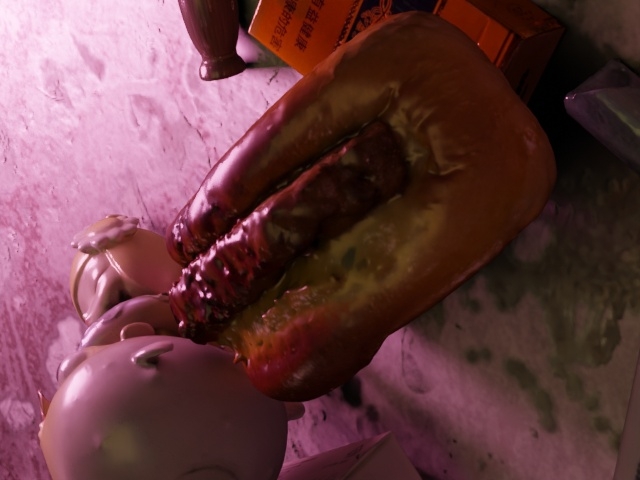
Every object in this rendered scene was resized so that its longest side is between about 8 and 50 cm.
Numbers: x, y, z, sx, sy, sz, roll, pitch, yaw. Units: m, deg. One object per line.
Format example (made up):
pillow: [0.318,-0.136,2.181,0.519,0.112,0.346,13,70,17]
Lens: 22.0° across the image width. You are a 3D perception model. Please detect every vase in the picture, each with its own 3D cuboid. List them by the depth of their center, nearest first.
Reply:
vase: [-0.096,-0.195,1.466,0.053,0.053,0.101,2,111,39]

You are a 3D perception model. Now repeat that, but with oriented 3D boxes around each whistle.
whistle: [0.307,-0.019,1.191,0.312,0.062,0.062,44,128,19]

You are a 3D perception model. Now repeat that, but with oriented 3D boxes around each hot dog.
hot dog: [-0.001,-0.002,1.270,0.185,0.223,0.405,49,153,0]

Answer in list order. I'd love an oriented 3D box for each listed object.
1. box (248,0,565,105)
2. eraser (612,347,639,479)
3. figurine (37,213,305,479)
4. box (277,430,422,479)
box: [0.063,-0.169,1.334,0.237,0.070,0.152,38,126,21]
eraser: [0.297,0.138,1.252,0.124,0.068,0.210,23,118,33]
figurine: [-0.130,0.106,1.490,0.394,0.274,0.227,-120,27,-54]
box: [0.037,0.311,1.463,0.203,0.106,0.252,-26,99,47]
